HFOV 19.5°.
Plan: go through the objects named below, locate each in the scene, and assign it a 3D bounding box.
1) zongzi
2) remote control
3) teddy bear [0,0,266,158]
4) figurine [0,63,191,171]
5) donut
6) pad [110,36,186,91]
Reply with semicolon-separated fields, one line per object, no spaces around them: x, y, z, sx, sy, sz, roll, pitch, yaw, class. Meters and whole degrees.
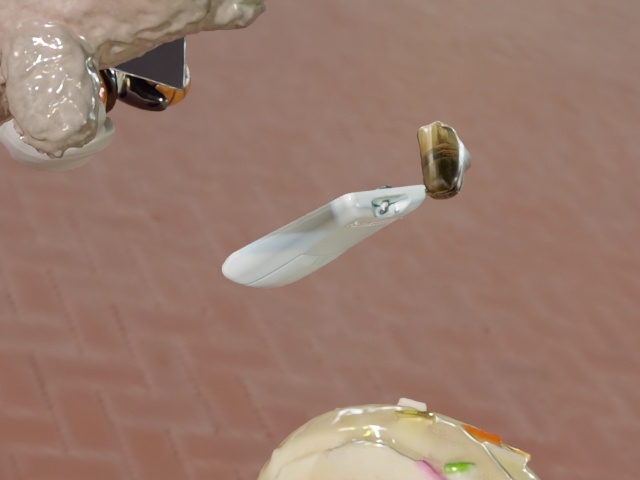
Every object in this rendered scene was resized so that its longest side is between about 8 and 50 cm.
0.119;-0.057;1.682;0.083;0.040;0.076;47;33;-49;zongzi
0.000;-0.001;2.026;0.103;0.293;0.051;-8;77;-33;remote control
-0.168;-0.148;1.058;0.151;0.267;0.236;37;25;-48;teddy bear
-0.231;-0.165;1.804;0.176;0.133;0.236;40;52;2;figurine
0.070;0.287;1.572;0.150;0.307;0.371;-3;-5;-45;donut
-0.217;-0.217;1.517;0.243;0.004;0.163;16;51;-25;pad
